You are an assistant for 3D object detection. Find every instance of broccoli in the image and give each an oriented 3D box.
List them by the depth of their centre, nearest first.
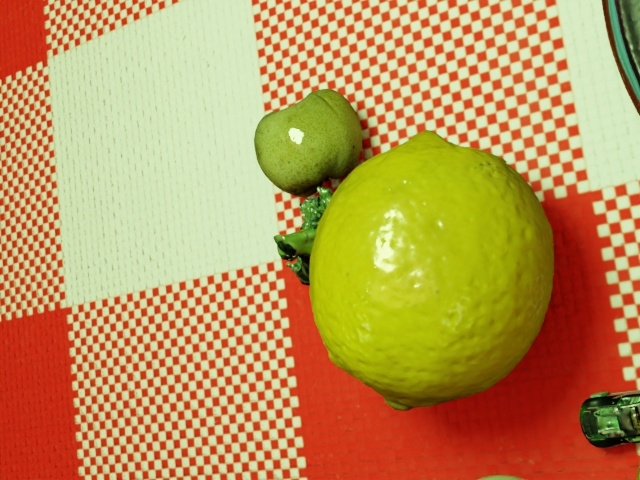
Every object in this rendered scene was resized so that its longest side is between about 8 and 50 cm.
[{"bbox_3d":[0.000,0.000,1.313,0.167,0.160,0.154,-6,100,50],"label":"broccoli"}]

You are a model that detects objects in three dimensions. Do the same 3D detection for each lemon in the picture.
[{"bbox_3d":[0.141,0.039,1.139,0.336,0.336,0.335,-3,84,32],"label":"lemon"}]

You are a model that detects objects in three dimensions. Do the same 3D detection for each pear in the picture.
[{"bbox_3d":[-0.016,-0.144,1.340,0.167,0.167,0.136,-24,85,28],"label":"pear"}]

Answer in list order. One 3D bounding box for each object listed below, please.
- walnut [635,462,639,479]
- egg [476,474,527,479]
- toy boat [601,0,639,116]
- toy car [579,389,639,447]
[{"bbox_3d":[0.448,0.301,0.983,0.193,0.193,0.225,-12,108,31],"label":"walnut"},{"bbox_3d":[0.260,0.403,1.095,0.188,0.189,0.253,-48,53,19],"label":"egg"},{"bbox_3d":[0.432,-0.241,1.119,0.136,0.079,0.391,-18,74,31],"label":"toy boat"},{"bbox_3d":[0.392,0.219,1.107,0.142,0.055,0.069,-15,81,32],"label":"toy car"}]
